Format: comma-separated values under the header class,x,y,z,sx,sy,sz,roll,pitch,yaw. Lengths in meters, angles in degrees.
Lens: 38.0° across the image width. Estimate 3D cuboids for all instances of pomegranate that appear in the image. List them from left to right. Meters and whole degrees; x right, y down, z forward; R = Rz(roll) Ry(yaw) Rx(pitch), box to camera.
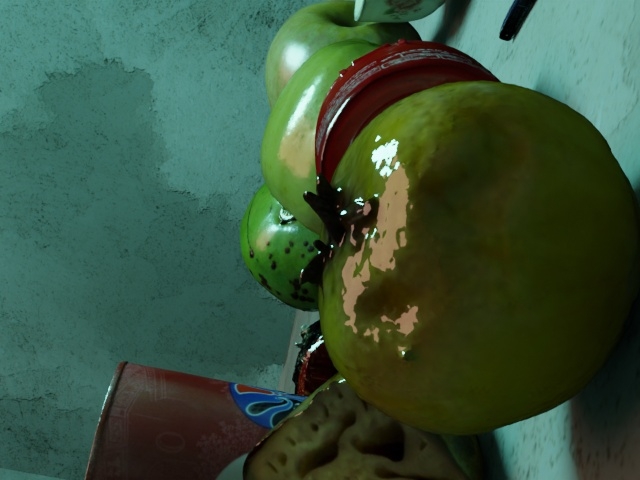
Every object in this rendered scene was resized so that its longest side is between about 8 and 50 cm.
class,x,y,z,sx,sy,sz,roll,pitch,yaw
pomegranate,0.000,0.000,1.501,0.270,0.254,0.254,30,-112,-64

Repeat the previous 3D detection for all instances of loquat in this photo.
class,x,y,z,sx,sy,sz,roll,pitch,yaw
loquat,0.084,0.012,0.567,0.213,0.213,0.213,-169,90,-86

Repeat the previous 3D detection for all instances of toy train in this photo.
class,x,y,z,sx,sy,sz,roll,pitch,yaw
toy train,0.197,-0.230,0.929,0.083,0.017,0.017,111,172,-64

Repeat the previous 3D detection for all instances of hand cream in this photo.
class,x,y,z,sx,sy,sz,roll,pitch,yaw
hand cream,0.088,-0.075,0.819,0.125,0.193,0.193,-87,10,-71

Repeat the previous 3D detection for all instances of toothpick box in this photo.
class,x,y,z,sx,sy,sz,roll,pitch,yaw
toothpick box,-0.066,0.255,0.977,0.204,0.333,0.204,-169,90,-85

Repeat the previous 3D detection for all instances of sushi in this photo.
class,x,y,z,sx,sy,sz,roll,pitch,yaw
sushi,0.027,0.215,1.216,0.126,0.136,0.225,-91,6,-82

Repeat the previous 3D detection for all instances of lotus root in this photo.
class,x,y,z,sx,sy,sz,roll,pitch,yaw
lotus root,0.066,0.200,0.800,0.188,0.199,0.180,-36,-10,26

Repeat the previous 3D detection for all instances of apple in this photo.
class,x,y,z,sx,sy,sz,roll,pitch,yaw
apple,0.042,-0.239,1.441,0.257,0.257,0.234,-85,-6,-56
apple,0.053,-0.126,1.200,0.279,0.279,0.279,-169,90,-86

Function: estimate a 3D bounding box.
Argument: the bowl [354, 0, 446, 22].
class,x,y,z,sx,sy,sz,roll,pitch,yaw
bowl,0.144,-0.430,1.305,0.277,0.145,0.277,-169,90,-84
